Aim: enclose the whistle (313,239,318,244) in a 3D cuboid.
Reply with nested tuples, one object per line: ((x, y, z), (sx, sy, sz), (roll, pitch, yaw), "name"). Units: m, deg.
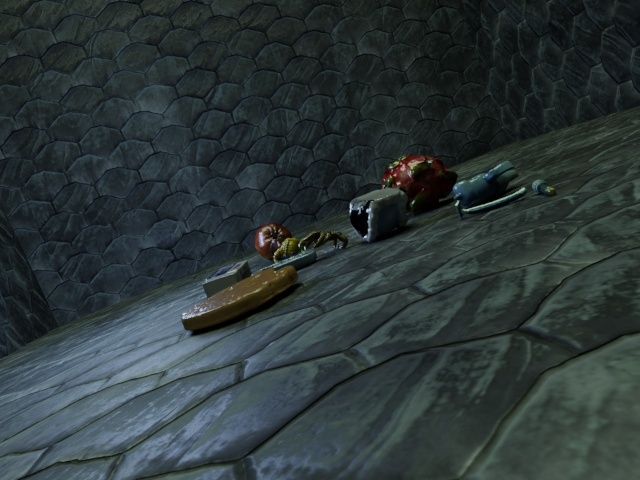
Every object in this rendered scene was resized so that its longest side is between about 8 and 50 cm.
((0.013, -0.007, 2.062), (0.057, 0.046, 0.109), (-35, -6, 22), "whistle")

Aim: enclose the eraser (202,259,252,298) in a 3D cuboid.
((-0.336, 0.146, 1.684), (0.124, 0.081, 0.279), (-18, 7, 2), "eraser")

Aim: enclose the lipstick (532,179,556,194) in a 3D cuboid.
((0.585, -0.134, 1.186), (0.037, 0.037, 0.116), (-20, 10, 14), "lipstick")

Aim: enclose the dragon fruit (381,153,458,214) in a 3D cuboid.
((0.389, -0.224, 1.812), (0.302, 0.237, 0.231), (-12, 24, -14), "dragon fruit")

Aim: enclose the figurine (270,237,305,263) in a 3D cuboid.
((-0.138, 0.049, 1.968), (0.156, 0.115, 0.095), (-2, -27, 3), "figurine")

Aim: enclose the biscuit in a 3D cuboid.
((-0.216, 0.159, 1.280), (0.312, 0.057, 0.351), (-16, 9, 41), "biscuit")

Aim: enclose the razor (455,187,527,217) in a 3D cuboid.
((0.480, -0.104, 1.274), (0.191, 0.037, 0.068), (-15, -34, 19), "razor")

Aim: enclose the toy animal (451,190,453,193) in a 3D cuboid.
((0.501, -0.194, 2.015), (0.216, 0.041, 0.075), (-16, 5, 10), "toy animal")

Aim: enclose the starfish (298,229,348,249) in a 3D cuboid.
((-0.001, 0.001, 1.650), (0.189, 0.074, 0.146), (-2, 3, -28), "starfish")

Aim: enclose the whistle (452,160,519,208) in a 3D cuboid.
((0.529, -0.175, 1.462), (0.269, 0.093, 0.180), (-23, -19, -27), "whistle")

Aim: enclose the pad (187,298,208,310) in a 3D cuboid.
((-0.398, 0.218, 1.647), (0.116, 0.004, 0.193), (-17, 6, 23), "pad")

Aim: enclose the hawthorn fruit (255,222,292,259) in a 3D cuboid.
((-0.229, 0.014, 2.154), (0.179, 0.179, 0.200), (-25, -10, -29), "hawthorn fruit")

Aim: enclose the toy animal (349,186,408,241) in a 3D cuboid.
((0.208, -0.092, 1.573), (0.204, 0.156, 0.208), (-21, 13, -17), "toy animal")

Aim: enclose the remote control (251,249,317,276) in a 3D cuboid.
((-0.127, 0.094, 1.612), (0.244, 0.047, 0.087), (-21, 9, 0), "remote control")
